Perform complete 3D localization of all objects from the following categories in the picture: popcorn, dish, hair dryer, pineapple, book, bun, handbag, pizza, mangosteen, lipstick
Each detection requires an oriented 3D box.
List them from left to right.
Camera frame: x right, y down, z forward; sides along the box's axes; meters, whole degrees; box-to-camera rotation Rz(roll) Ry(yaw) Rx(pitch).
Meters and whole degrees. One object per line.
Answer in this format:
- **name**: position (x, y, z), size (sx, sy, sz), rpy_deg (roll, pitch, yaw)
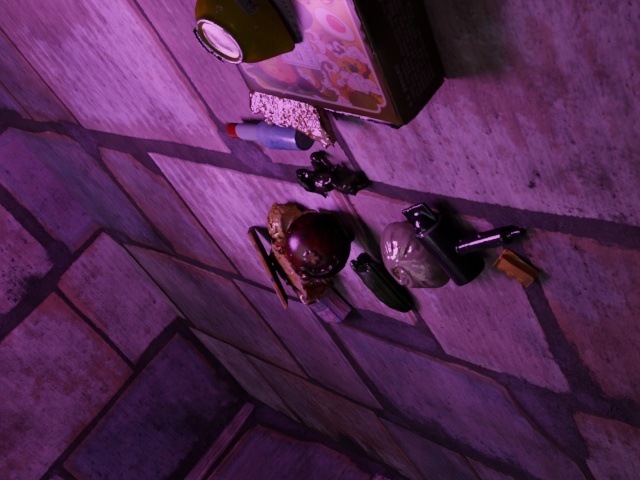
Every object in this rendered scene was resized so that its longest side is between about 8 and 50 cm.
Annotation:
- **dish**: position (-0.143, -0.338, 1.307), size (0.208, 0.080, 0.149), rpy_deg (34, 158, 10)
- **lipstick**: position (-0.121, -0.240, 1.856), size (0.274, 0.061, 0.068), rpy_deg (13, 148, 48)
- **book**: position (-0.150, 0.076, 2.384), size (0.170, 0.018, 0.241), rpy_deg (-113, -3, -82)
- **popcorn**: position (-0.085, -0.050, 2.129), size (0.116, 0.121, 0.106), rpy_deg (-37, 63, 44)
- **pizza**: position (-0.051, -0.282, 1.665), size (0.226, 0.069, 0.147), rpy_deg (23, 132, 29)
- **pineapple**: position (-0.065, 0.067, 2.334), size (0.236, 0.114, 0.186), rpy_deg (57, 155, -16)
- **mangosteen**: position (0.000, 0.000, 2.006), size (0.166, 0.180, 0.166), rpy_deg (10, 132, 12)
- **bun**: position (0.198, 0.047, 1.817), size (0.183, 0.102, 0.183), rpy_deg (43, 170, 10)
- **hair dryer**: position (0.296, -0.016, 1.630), size (0.195, 0.078, 0.248), rpy_deg (47, 148, -16)
- **handbag**: position (0.390, 0.058, 1.652), size (0.083, 0.027, 0.061), rpy_deg (35, 157, 8)

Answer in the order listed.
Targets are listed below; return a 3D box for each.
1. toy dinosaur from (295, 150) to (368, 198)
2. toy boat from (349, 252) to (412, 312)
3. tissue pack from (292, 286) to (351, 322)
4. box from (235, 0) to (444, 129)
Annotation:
- **toy dinosaur**: position (0.020, -0.108, 1.852), size (0.187, 0.087, 0.179), rpy_deg (24, 152, 37)
- **toy boat**: position (0.157, 0.116, 2.116), size (0.210, 0.052, 0.104), rpy_deg (47, 155, -20)
- **tissue pack**: position (0.005, 0.174, 2.457), size (0.155, 0.065, 0.115), rpy_deg (44, 160, -13)
- **box**: position (-0.031, -0.396, 1.308), size (0.373, 0.138, 0.420), rpy_deg (22, 153, 39)
